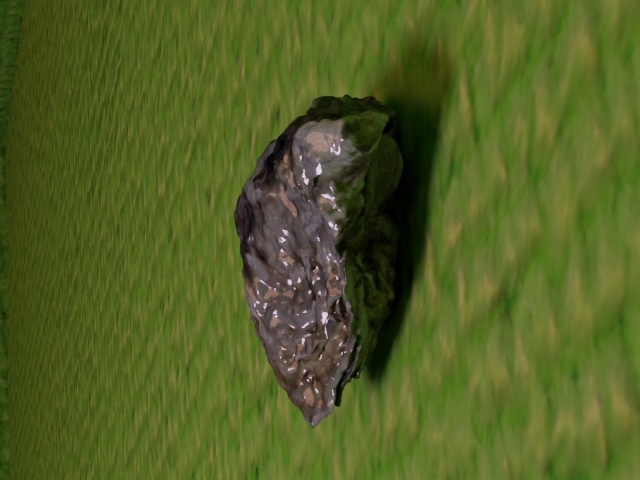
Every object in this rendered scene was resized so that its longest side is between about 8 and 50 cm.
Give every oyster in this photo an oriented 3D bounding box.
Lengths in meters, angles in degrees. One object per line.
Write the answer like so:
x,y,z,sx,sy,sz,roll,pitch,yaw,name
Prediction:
0.000,0.000,0.742,0.125,0.064,0.177,-115,29,-51,oyster
